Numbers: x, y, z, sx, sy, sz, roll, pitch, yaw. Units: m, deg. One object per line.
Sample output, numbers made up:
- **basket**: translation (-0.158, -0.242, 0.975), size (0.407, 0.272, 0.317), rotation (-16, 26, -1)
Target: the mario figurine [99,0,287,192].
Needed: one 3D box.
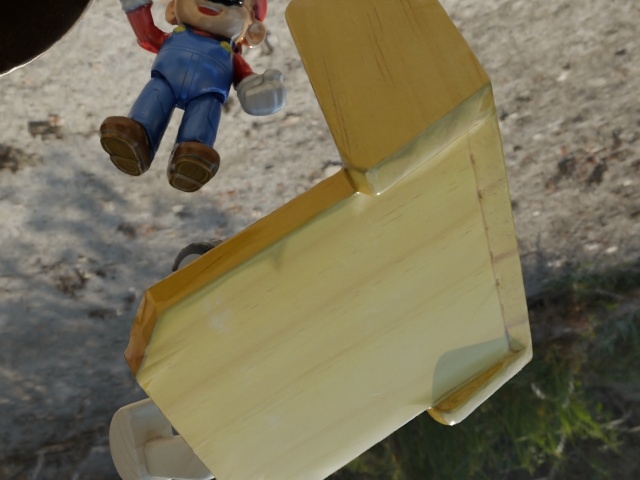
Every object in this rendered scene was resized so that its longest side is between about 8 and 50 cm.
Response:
- **mario figurine**: translation (-0.144, -0.230, 0.999), size (0.170, 0.321, 0.198), rotation (-15, 142, 42)

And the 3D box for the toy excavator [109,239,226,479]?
- **toy excavator**: translation (-0.109, 0.202, 1.157), size (0.432, 0.445, 0.222), rotation (22, -160, 35)

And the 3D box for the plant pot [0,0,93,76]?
- **plant pot**: translation (-0.301, -0.269, 0.637), size (0.215, 0.230, 0.215), rotation (-27, 153, -15)

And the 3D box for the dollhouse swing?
- **dollhouse swing**: translation (0.000, 0.000, 0.764), size (0.304, 0.315, 0.347), rotation (-22, 137, 2)
